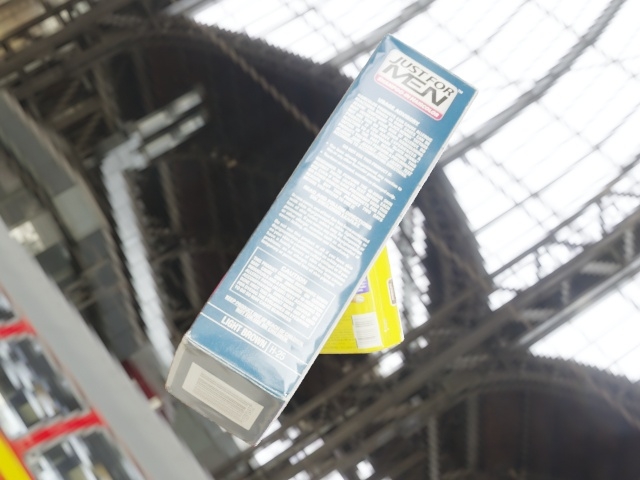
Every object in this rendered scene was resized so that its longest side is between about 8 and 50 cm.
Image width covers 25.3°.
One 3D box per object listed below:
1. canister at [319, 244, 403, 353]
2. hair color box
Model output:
[{"bbox_3d":[0.025,0.038,1.609,0.126,0.073,0.170,-4,-81,43],"label":"canister"},{"bbox_3d":[0.000,0.000,1.285,0.105,0.347,0.174,33,-24,1],"label":"hair color box"}]
